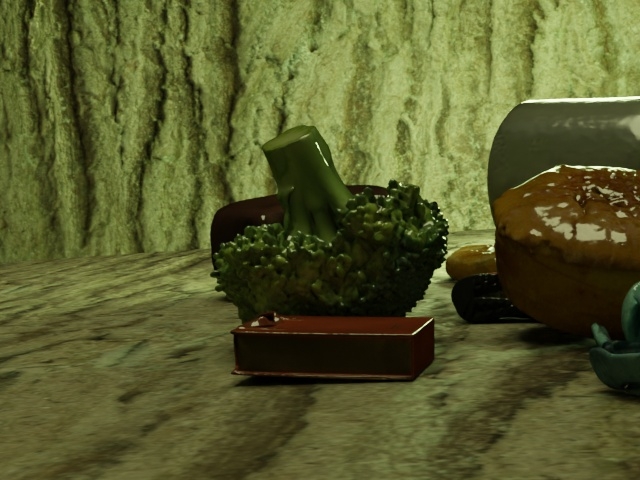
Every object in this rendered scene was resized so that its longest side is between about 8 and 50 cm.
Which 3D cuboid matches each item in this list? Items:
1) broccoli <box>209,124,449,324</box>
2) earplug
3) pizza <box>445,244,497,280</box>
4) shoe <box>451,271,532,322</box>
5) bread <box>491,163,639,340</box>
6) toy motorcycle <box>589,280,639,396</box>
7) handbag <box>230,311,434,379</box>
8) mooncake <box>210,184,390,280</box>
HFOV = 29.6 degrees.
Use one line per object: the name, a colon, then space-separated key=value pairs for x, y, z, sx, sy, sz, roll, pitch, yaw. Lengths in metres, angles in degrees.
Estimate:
broccoli: x=0.005 y=0.018 z=1.392 sx=0.288 sy=0.260 sz=0.235 roll=-21 pitch=40 yaw=10
earplug: x=0.542 y=-0.111 z=2.172 sx=0.394 sy=0.313 sz=0.312 roll=-1 pitch=5 yaw=40
pizza: x=0.285 y=0.040 z=2.088 sx=0.134 sy=0.056 sz=0.271 roll=-8 pitch=3 yaw=-16
shoe: x=0.266 y=0.066 z=1.522 sx=0.194 sy=0.074 sz=0.077 roll=-5 pitch=-3 yaw=25
bread: x=0.311 y=0.009 z=1.351 sx=0.268 sy=0.146 sz=0.268 roll=3 pitch=23 yaw=-1
toy motorcycle: x=0.339 y=0.059 z=1.004 sx=0.206 sy=0.154 sz=0.260 roll=-31 pitch=7 yaw=-24
handbag: x=0.013 y=0.106 z=1.225 sx=0.190 sy=0.063 sz=0.127 roll=-1 pitch=4 yaw=16
mooncake: x=-0.011 y=0.003 z=2.100 sx=0.325 sy=0.174 sz=0.333 roll=-11 pitch=10 yaw=-43
